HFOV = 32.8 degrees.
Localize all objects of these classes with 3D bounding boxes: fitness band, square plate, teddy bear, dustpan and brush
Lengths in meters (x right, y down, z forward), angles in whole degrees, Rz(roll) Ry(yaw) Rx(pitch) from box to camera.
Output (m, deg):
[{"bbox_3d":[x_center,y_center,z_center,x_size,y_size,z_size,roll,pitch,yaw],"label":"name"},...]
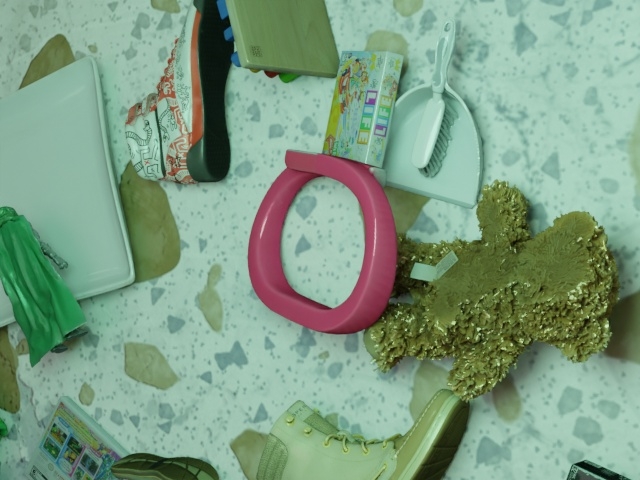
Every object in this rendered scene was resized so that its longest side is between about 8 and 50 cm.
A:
[{"bbox_3d":[0.000,0.000,1.319,0.291,0.054,0.209,19,101,56],"label":"fitness band"},{"bbox_3d":[-0.428,-0.061,1.648,0.344,0.049,0.347,-18,78,30],"label":"square plate"},{"bbox_3d":[0.186,0.061,1.235,0.338,0.113,0.245,-26,52,30],"label":"teddy bear"},{"bbox_3d":[0.139,-0.158,1.299,0.147,0.060,0.211,18,96,31],"label":"dustpan and brush"}]

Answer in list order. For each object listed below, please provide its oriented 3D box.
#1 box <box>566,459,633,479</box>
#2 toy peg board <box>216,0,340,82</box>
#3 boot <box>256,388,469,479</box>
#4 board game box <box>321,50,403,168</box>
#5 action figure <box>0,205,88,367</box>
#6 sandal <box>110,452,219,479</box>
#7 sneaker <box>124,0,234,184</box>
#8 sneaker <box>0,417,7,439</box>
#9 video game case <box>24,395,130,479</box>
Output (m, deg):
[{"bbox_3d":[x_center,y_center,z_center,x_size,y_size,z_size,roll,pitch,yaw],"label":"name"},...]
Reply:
[{"bbox_3d":[0.295,0.291,1.182,0.062,0.052,0.083,21,97,31],"label":"box"},{"bbox_3d":[-0.072,-0.277,1.389,0.079,0.160,0.161,-26,73,44],"label":"toy peg board"},{"bbox_3d":[0.045,0.248,1.317,0.203,0.095,0.262,38,109,29],"label":"boot"},{"bbox_3d":[0.049,-0.158,1.351,0.103,0.026,0.154,16,95,57],"label":"board game box"},{"bbox_3d":[-0.414,0.049,1.568,0.137,0.063,0.232,-35,75,27],"label":"action figure"},{"bbox_3d":[-0.210,0.328,1.482,0.180,0.072,0.049,0,102,33],"label":"sandal"},{"bbox_3d":[-0.201,-0.212,1.494,0.145,0.090,0.270,0,89,29],"label":"sneaker"},{"bbox_3d":[-0.541,0.266,1.677,0.123,0.109,0.296,-8,87,18],"label":"sneaker"},{"bbox_3d":[-0.359,0.331,1.599,0.157,0.019,0.143,35,104,29],"label":"video game case"}]
